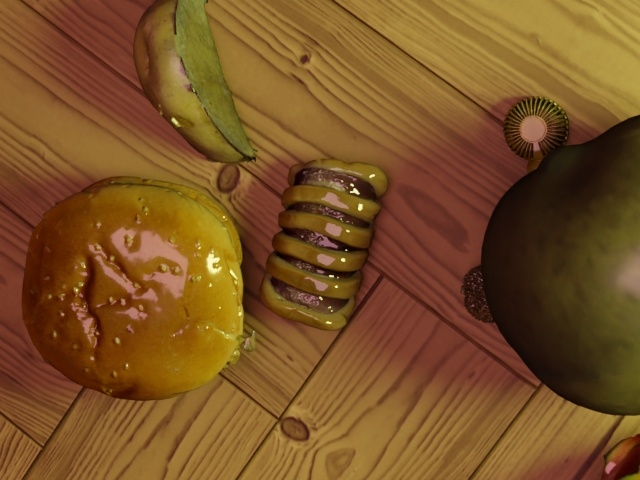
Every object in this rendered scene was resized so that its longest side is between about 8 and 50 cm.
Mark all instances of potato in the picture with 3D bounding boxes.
[{"bbox_3d":[-0.180,-0.201,1.978,0.098,0.138,0.243,-20,87,21],"label":"potato"}]

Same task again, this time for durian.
[{"bbox_3d":[0.215,0.068,1.930,0.091,0.080,0.080,-6,94,45],"label":"durian"}]

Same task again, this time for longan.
[{"bbox_3d":[0.366,0.022,1.760,0.361,0.361,0.361,2,96,15],"label":"longan"}]

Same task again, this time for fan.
[{"bbox_3d":[0.277,-0.104,1.909,0.082,0.039,0.155,-11,93,16],"label":"fan"}]

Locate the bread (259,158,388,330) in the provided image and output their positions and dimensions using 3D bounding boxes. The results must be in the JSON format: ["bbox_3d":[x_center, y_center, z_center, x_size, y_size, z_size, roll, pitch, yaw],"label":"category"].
[{"bbox_3d":[0.000,0.000,1.974,0.134,0.081,0.225,15,100,15],"label":"bread"}]

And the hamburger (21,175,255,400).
[{"bbox_3d":[-0.238,0.065,2.004,0.314,0.170,0.290,7,103,13],"label":"hamburger"}]

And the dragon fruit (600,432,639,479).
[{"bbox_3d":[0.421,0.371,1.795,0.225,0.305,0.305,-24,89,23],"label":"dragon fruit"}]
